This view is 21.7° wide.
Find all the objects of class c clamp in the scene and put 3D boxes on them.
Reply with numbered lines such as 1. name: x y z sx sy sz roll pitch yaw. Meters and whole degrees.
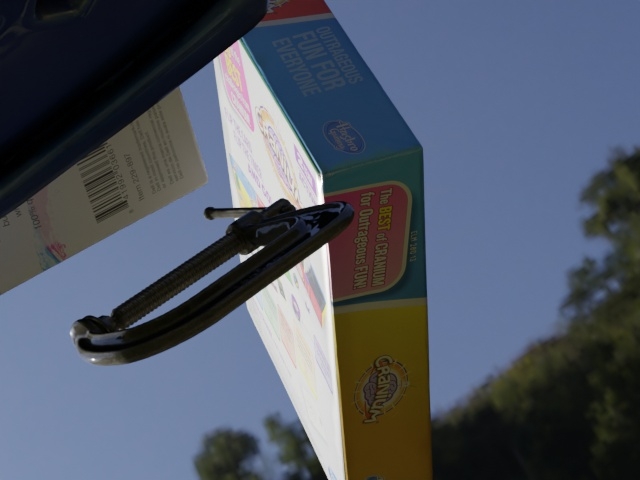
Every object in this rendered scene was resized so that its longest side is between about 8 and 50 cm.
1. c clamp: -0.053 0.018 0.756 0.161 0.137 0.022 -37 -71 -42

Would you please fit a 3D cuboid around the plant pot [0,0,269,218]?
1. plant pot: -0.164 -0.144 0.683 0.236 0.236 0.212 -34 -34 29

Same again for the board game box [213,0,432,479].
1. board game box: 0.000 0.000 1.130 0.064 0.242 0.316 -16 -47 -12

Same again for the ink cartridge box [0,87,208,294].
1. ink cartridge box: -0.189 -0.060 0.928 0.212 0.093 0.154 -31 -58 -27
